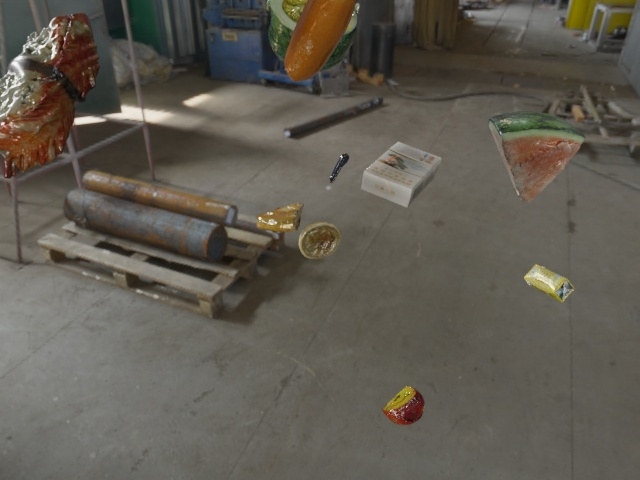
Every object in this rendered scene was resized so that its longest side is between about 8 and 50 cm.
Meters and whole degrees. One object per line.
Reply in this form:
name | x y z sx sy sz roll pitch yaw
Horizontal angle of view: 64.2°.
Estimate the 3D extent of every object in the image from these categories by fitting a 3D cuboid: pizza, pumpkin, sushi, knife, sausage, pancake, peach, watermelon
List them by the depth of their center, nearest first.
sushi | -0.501 -0.272 0.924 0.130 0.124 0.332 0 62 16
sausage | -0.002 -0.399 0.968 0.098 0.238 0.098 13 59 -22
pumpkin | -0.029 -0.627 1.509 0.264 0.197 0.292 0 63 -8
pizza | -0.107 -0.069 1.643 0.154 0.069 0.194 1 20 31
watermelon | 0.678 -0.306 1.658 0.283 0.292 0.250 8 51 9
pancake | 0.000 -0.001 1.703 0.152 0.151 0.025 -10 31 -16
knife | 0.065 -0.259 1.830 0.031 0.121 0.018 11 29 -40
peach | 0.310 0.605 1.846 0.172 0.127 0.092 1 5 -43

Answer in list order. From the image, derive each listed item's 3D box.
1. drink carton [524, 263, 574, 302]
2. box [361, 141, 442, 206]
drink carton | 0.766 0.135 1.757 0.084 0.074 0.200 -50 27 0
box | 0.237 -0.195 1.470 0.150 0.067 0.233 27 42 19
